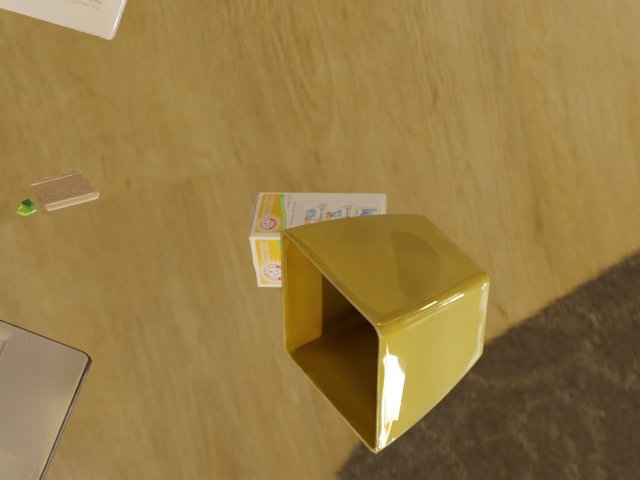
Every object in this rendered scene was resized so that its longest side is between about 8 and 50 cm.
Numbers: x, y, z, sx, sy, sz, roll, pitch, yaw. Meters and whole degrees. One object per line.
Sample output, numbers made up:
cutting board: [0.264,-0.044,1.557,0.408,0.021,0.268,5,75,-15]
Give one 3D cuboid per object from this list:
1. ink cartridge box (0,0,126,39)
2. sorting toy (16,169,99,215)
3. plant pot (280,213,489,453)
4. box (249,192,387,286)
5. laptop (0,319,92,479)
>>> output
ink cartridge box: [-0.262,-0.386,1.467,0.197,0.198,0.270,14,129,-15]
sorting toy: [-0.272,-0.046,1.455,0.083,0.062,0.012,-16,122,-21]
plant pot: [0.087,0.089,1.749,0.187,0.212,0.212,-23,136,-24]
box: [0.000,0.000,2.219,0.203,0.103,0.114,1,133,7]
laptop: [-0.496,0.188,1.565,0.408,0.382,0.236,22,154,-5]
